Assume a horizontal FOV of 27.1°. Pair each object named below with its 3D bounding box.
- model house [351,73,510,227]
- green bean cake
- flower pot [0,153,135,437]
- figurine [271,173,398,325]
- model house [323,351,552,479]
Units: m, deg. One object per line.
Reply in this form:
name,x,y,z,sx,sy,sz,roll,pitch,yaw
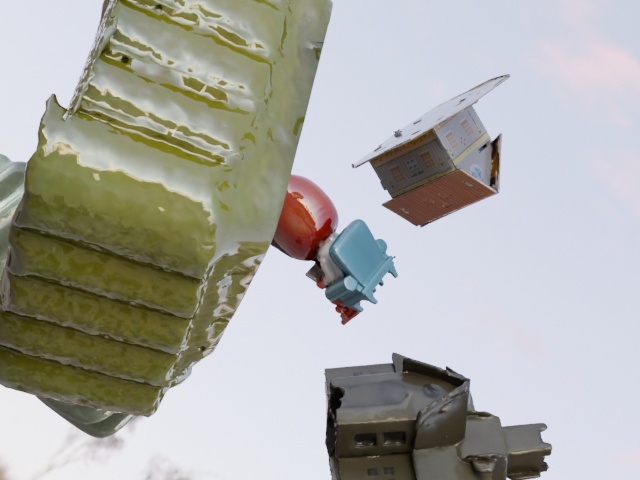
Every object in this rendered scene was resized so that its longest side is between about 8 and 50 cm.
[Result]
model house,0.184,-0.112,1.815,0.219,0.207,0.136,-23,-80,43
green bean cake,-0.092,-0.041,0.741,0.124,0.236,0.233,20,-36,-10
flower pot,-0.324,0.069,1.565,0.254,0.164,0.367,20,-36,46
figurine,0.000,0.000,1.138,0.140,0.068,0.075,47,-36,-2
model house,0.133,0.222,1.461,0.211,0.243,0.204,-99,-174,-46
